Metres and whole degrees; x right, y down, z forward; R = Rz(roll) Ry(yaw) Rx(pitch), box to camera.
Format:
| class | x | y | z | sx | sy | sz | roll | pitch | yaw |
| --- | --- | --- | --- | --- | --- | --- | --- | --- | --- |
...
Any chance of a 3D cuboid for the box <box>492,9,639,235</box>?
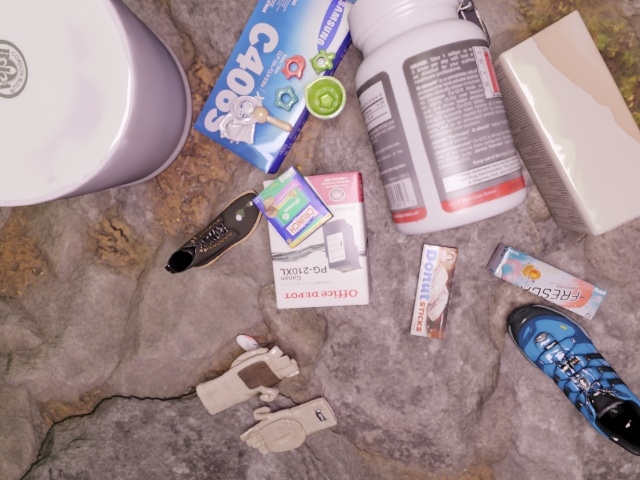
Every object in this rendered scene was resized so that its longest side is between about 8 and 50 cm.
| class | x | y | z | sx | sy | sz | roll | pitch | yaw |
| --- | --- | --- | --- | --- | --- | --- | --- | --- | --- |
| box | 0.397 | -0.174 | 0.670 | 0.121 | 0.148 | 0.311 | -29 | 94 | 11 |

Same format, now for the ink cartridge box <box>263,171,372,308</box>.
| class | x | y | z | sx | sy | sz | roll | pitch | yaw |
| --- | --- | --- | --- | --- | --- | --- | --- | --- | --- |
| ink cartridge box | 0.000 | 0.000 | 0.774 | 0.172 | 0.100 | 0.237 | -5 | 96 | 10 |

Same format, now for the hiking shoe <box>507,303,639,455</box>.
| class | x | y | z | sx | sy | sz | roll | pitch | yaw |
| --- | --- | --- | --- | --- | --- | --- | --- | --- | --- |
| hiking shoe | 0.460 | 0.231 | 0.717 | 0.304 | 0.132 | 0.113 | 44 | 101 | 1 |

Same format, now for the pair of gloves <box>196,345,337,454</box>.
| class | x | y | z | sx | sy | sz | roll | pitch | yaw |
| --- | --- | --- | --- | --- | --- | --- | --- | --- | --- |
| pair of gloves | -0.106 | 0.328 | 0.847 | 0.204 | 0.042 | 0.240 | -33 | 107 | 9 |

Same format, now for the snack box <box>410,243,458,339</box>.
| class | x | y | z | sx | sy | sz | roll | pitch | yaw |
| --- | --- | --- | --- | --- | --- | --- | --- | --- | --- |
| snack box | 0.216 | 0.097 | 0.793 | 0.064 | 0.022 | 0.178 | 8 | 99 | 9 |

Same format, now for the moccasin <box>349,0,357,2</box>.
| class | x | y | z | sx | sy | sz | roll | pitch | yaw |
| --- | --- | --- | --- | --- | --- | --- | --- | --- | --- |
| moccasin | -0.007 | -0.486 | 0.627 | 0.342 | 0.117 | 0.137 | 29 | 78 | -6 |

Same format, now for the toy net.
| class | x | y | z | sx | sy | sz | roll | pitch | yaw |
| --- | --- | --- | --- | --- | --- | --- | --- | --- | --- |
| toy net | -0.076 | -0.241 | 0.707 | 0.232 | 0.045 | 0.122 | -15 | 97 | 9 |

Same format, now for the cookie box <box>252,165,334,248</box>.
| class | x | y | z | sx | sy | sz | roll | pitch | yaw |
| --- | --- | --- | --- | --- | --- | --- | --- | --- | --- |
| cookie box | -0.045 | -0.055 | 0.702 | 0.092 | 0.040 | 0.107 | -39 | 89 | 10 |

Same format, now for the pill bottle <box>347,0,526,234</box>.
| class | x | y | z | sx | sy | sz | roll | pitch | yaw |
| --- | --- | --- | --- | --- | --- | --- | --- | --- | --- |
| pill bottle | 0.176 | -0.208 | 0.665 | 0.210 | 0.210 | 0.362 | -16 | 95 | 10 |

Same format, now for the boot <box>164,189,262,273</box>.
| class | x | y | z | sx | sy | sz | roll | pitch | yaw |
| --- | --- | --- | --- | --- | --- | --- | --- | --- | --- |
| boot | -0.193 | -0.011 | 0.784 | 0.077 | 0.137 | 0.198 | 42 | 101 | 1 |

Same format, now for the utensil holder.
| class | x | y | z | sx | sy | sz | roll | pitch | yaw |
| --- | --- | --- | --- | --- | --- | --- | --- | --- | --- |
| utensil holder | -0.381 | -0.224 | 0.620 | 0.328 | 0.385 | 0.327 | -2 | 103 | -10 |

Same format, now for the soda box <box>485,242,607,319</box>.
| class | x | y | z | sx | sy | sz | roll | pitch | yaw |
| --- | --- | --- | --- | --- | --- | --- | --- | --- | --- |
| soda box | 0.398 | 0.070 | 0.741 | 0.183 | 0.063 | 0.058 | 25 | 100 | 5 |

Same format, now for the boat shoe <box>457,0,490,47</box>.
| class | x | y | z | sx | sy | sz | roll | pitch | yaw |
| --- | --- | --- | --- | --- | --- | --- | --- | --- | --- |
| boat shoe | 0.218 | -0.397 | 0.707 | 0.075 | 0.065 | 0.206 | -36 | 91 | 11 |

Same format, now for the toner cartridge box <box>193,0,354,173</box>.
| class | x | y | z | sx | sy | sz | roll | pitch | yaw |
| --- | --- | --- | --- | --- | --- | --- | --- | --- | --- |
| toner cartridge box | -0.073 | -0.311 | 0.758 | 0.165 | 0.075 | 0.347 | 32 | 101 | 1 |

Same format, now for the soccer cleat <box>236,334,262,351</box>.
| class | x | y | z | sx | sy | sz | roll | pitch | yaw |
| --- | --- | --- | --- | --- | --- | --- | --- | --- | --- |
| soccer cleat | -0.139 | 0.224 | 0.857 | 0.083 | 0.035 | 0.029 | 37 | 99 | 2 |
